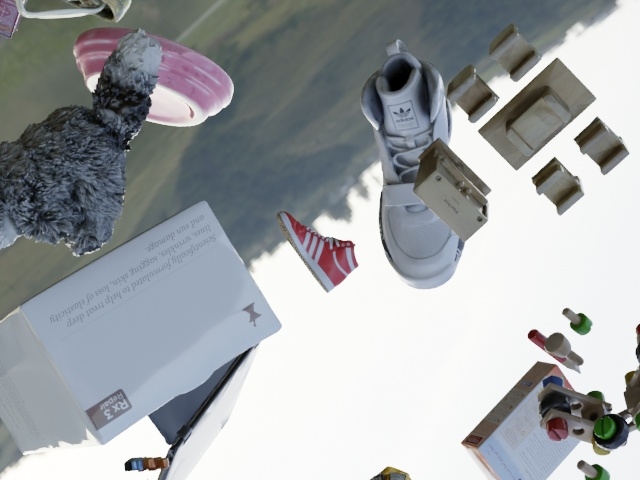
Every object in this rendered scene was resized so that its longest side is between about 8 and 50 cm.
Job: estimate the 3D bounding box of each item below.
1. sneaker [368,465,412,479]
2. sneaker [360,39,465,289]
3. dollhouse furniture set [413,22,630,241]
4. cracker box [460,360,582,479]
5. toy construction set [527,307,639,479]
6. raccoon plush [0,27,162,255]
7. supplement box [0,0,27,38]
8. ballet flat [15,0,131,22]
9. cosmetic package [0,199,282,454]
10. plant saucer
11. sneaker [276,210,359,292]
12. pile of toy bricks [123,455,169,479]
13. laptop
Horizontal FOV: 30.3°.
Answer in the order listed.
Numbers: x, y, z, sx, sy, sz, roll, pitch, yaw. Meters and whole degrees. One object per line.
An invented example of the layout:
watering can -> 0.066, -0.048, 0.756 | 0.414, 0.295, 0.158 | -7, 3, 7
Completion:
sneaker -> 0.081, 0.349, 1.552 | 0.225, 0.088, 0.093 | -22, 132, -86
sneaker -> 0.134, -0.120, 1.791 | 0.137, 0.210, 0.366 | -7, -116, 14
dollhouse furniture set -> 0.245, -0.134, 1.555 | 0.242, 0.212, 0.161 | -43, -172, 19
cracker box -> 0.393, 0.362, 2.226 | 0.232, 0.156, 0.067 | -42, -162, -20
toy construction set -> 0.506, 0.263, 1.984 | 0.257, 0.237, 0.309 | -51, -149, 6
raccoon plush -> -0.473, -0.164, 1.901 | 0.216, 0.299, 0.447 | 36, -67, 49
supplement box -> -0.592, -0.436, 2.254 | 0.055, 0.043, 0.083 | -92, -155, -64
ballet flat -> -0.409, -0.354, 1.540 | 0.123, 0.348, 0.123 | -24, -118, 59
cosmetic package -> -0.226, 0.105, 1.241 | 0.217, 0.156, 0.385 | -32, -177, -29
plant saucer -> -0.343, -0.318, 2.390 | 0.332, 0.332, 0.084 | -17, -124, 64
sneaker -> 0.000, 0.000, 1.483 | 0.067, 0.118, 0.042 | -36, -176, -5
pile of toy bricks -> -0.259, 0.406, 1.864 | 0.105, 0.118, 0.212 | -8, -176, 15
laptop -> -0.286, 0.245, 2.153 | 0.382, 0.236, 0.408 | -52, 167, -54
